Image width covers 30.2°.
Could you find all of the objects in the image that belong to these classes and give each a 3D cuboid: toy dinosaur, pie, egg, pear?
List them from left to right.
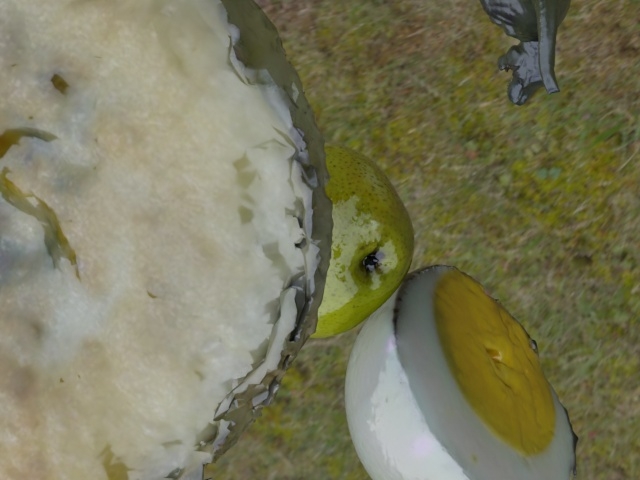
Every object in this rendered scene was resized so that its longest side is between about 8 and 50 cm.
[{"bbox_3d":[-0.128,-0.016,0.398,0.274,0.055,0.274,1,96,6],"label":"pie"},{"bbox_3d":[-0.001,-0.001,1.198,0.198,0.198,0.198,10,113,25],"label":"pear"},{"bbox_3d":[0.135,0.206,1.394,0.201,0.337,0.337,-34,90,32],"label":"egg"},{"bbox_3d":[0.182,-0.155,0.918,0.087,0.187,0.179,-30,59,4],"label":"toy dinosaur"}]
